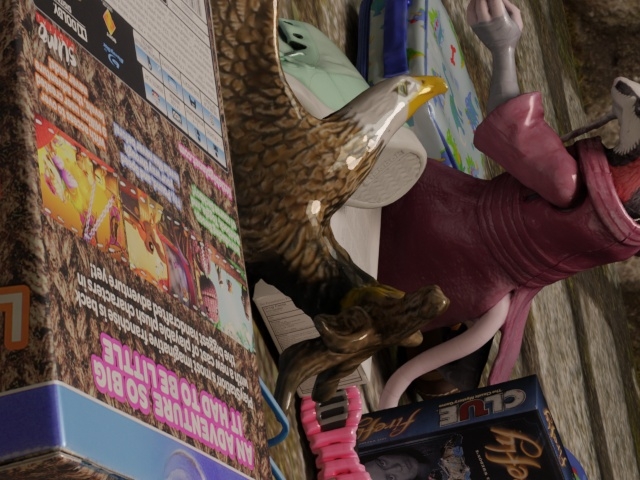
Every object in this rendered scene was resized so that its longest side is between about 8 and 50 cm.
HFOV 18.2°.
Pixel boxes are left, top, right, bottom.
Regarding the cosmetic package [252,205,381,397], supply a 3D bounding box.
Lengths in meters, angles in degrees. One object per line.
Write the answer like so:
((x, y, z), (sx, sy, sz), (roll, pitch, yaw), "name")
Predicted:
((0.000, 0.000, 1.492), (0.239, 0.060, 0.099), (-84, 157, -54), "cosmetic package")

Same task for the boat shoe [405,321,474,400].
((0.115, 0.076, 1.831), (0.207, 0.073, 0.073), (-76, 151, -47), "boat shoe")

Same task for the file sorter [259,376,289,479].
((-0.077, 0.145, 0.994), (0.118, 0.104, 0.170), (59, 23, -46), "file sorter")

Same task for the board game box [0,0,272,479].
((-0.136, -0.010, 0.850), (0.232, 0.141, 0.291), (42, 36, -64), "board game box")

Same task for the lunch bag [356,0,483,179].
((0.091, -0.130, 1.888), (0.219, 0.090, 0.176), (-87, 158, -48), "lunch bag")

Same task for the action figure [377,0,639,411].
((0.159, -0.011, 1.570), (0.248, 0.370, 0.276), (27, 57, -25), "action figure")

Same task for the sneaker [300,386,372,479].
((0.010, 0.153, 1.446), (0.057, 0.047, 0.119), (97, -13, -67), "sneaker")

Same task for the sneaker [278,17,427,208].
((-0.049, -0.104, 1.391), (0.256, 0.094, 0.151), (15, 31, -52), "sneaker")

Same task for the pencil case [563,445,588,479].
((0.179, 0.304, 1.753), (0.119, 0.133, 0.306), (46, 24, -19), "pencil case")

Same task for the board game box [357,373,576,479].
((0.123, 0.223, 1.536), (0.042, 0.165, 0.243), (-82, 153, -55), "board game box")

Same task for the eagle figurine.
((-0.035, -0.063, 1.120), (0.225, 0.226, 0.298), (-27, 81, -47), "eagle figurine")
